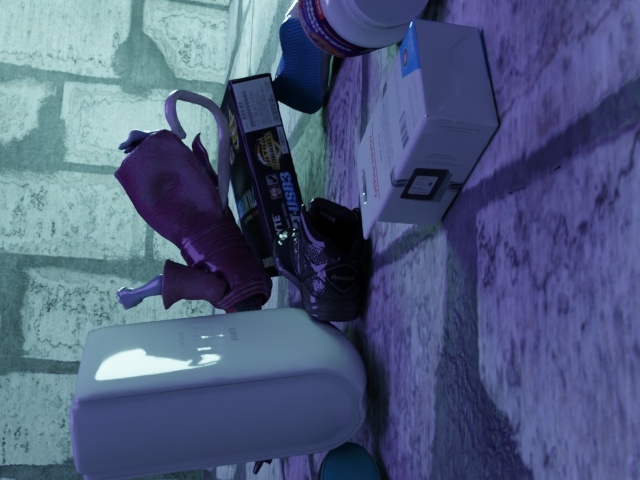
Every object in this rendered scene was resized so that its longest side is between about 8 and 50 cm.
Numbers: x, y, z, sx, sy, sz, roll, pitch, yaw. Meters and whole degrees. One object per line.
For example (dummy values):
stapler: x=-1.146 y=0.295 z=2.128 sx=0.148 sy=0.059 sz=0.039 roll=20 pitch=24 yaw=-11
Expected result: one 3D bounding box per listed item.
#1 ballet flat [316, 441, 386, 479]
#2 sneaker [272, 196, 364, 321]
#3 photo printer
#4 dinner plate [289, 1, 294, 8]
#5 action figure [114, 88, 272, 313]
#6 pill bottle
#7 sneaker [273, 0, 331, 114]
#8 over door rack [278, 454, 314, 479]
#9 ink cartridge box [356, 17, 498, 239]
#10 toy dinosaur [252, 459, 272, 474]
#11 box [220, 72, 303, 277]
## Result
ballet flat: x=0.038 y=0.273 z=0.832 sx=0.206 sy=0.073 sz=0.067 roll=-105 pitch=8 yaw=-68
sneaker: x=0.000 y=0.000 z=1.071 sx=0.227 sy=0.087 sz=0.130 roll=-127 pitch=45 yaw=-68
photo printer: x=-0.106 y=0.155 z=0.962 sx=0.256 sy=0.307 sz=0.107 roll=-132 pitch=38 yaw=-75
dinner plate: x=-0.052 y=-0.367 z=1.619 sx=0.141 sy=0.017 sz=0.141 roll=-176 pitch=90 yaw=-79
action figure: x=-0.147 y=0.004 z=1.307 sx=0.276 sy=0.248 sz=0.370 roll=-44 pitch=68 yaw=27
pill bottle: x=0.045 y=-0.243 z=0.876 sx=0.193 sy=0.108 sz=0.108 roll=-148 pitch=63 yaw=-77
sneaker: x=-0.016 y=-0.269 z=1.282 sx=0.229 sy=0.087 sz=0.092 roll=108 pitch=-175 yaw=-63
over door rack: x=-0.047 y=0.354 z=1.107 sx=0.239 sy=0.108 sz=0.324 roll=163 pitch=111 yaw=-77
ink cartridge box: x=0.083 y=-0.085 z=0.747 sx=0.180 sy=0.060 sz=0.104 roll=113 pitch=158 yaw=-56
toy dinosaur: x=-0.112 y=0.237 z=1.403 sx=0.322 sy=0.164 sz=0.218 roll=-38 pitch=-28 yaw=-77
box: x=-0.093 y=-0.087 z=1.394 sx=0.295 sy=0.073 sz=0.294 roll=166 pitch=92 yaw=-79
